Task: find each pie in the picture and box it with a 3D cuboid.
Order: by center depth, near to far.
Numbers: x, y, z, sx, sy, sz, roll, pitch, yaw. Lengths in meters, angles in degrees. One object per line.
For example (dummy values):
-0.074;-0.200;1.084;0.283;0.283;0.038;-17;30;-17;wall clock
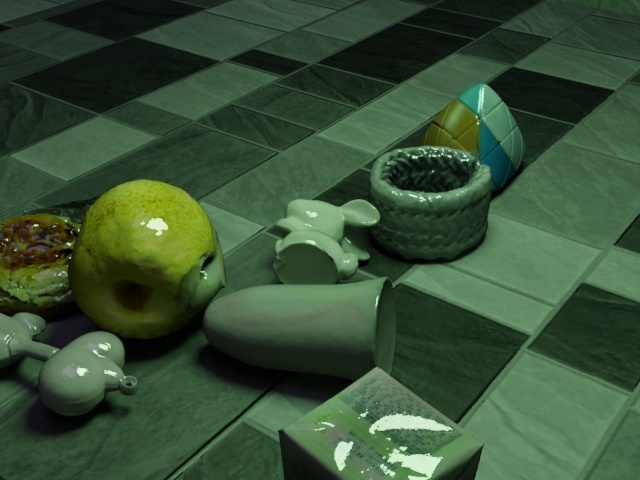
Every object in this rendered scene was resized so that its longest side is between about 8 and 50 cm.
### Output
-0.506;0.041;1.535;0.308;0.086;0.308;0;33;0;pie

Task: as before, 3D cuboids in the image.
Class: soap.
0.075;0.291;1.083;0.182;0.139;0.199;-27;42;-33;soap

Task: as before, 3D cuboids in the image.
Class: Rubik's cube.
0.337;-0.198;1.865;0.254;0.255;0.254;-1;33;0;Rubik's cube

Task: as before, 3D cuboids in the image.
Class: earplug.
-0.042;0.138;1.326;0.301;0.172;0.172;1;32;16;earplug

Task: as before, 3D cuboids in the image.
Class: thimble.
0.211;-0.074;1.637;0.245;0.157;0.217;-15;38;-20;thimble

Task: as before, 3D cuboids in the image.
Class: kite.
-0.477;-0.064;1.761;0.285;0.015;0.152;-17;37;-24;kite

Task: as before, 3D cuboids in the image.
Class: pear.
-0.291;0.026;1.401;0.271;0.271;0.271;-1;33;0;pear

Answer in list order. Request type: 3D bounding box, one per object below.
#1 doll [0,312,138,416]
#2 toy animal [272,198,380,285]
-0.440;0.179;1.313;0.365;0.094;0.160;15;28;21;doll
0.004;0.006;1.541;0.178;0.128;0.193;12;34;15;toy animal
